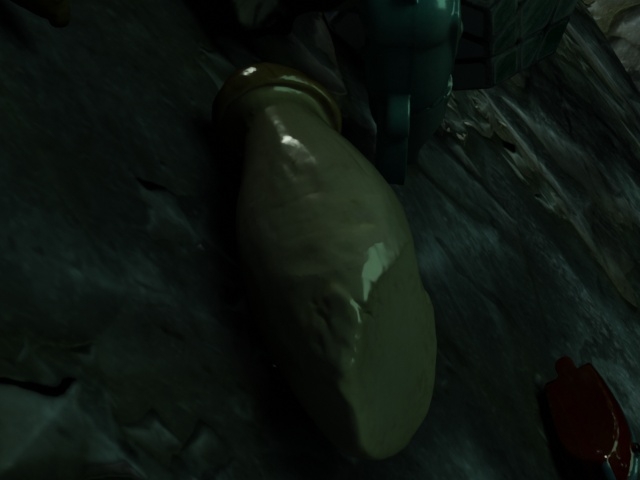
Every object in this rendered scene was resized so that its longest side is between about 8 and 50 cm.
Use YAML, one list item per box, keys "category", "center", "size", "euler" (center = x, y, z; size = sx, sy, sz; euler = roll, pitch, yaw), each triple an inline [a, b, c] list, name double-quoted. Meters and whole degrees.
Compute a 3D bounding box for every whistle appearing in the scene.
- category: "whistle"
  center: [0.084, -0.161, 1.284]
  size: [0.274, 0.093, 0.186]
  euler: [86, 6, -61]

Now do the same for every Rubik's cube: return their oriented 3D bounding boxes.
- category: "Rubik's cube"
  center: [0.140, -0.313, 1.508]
  size: [0.264, 0.319, 0.319]
  euler: [5, 47, -27]

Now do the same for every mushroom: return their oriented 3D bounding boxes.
- category: "mushroom"
  center: [0.000, 0.000, 0.965]
  size: [0.128, 0.128, 0.350]
  euler: [36, 24, -39]

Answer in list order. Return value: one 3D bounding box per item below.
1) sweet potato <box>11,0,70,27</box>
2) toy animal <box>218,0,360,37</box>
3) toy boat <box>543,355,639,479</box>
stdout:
- category: "sweet potato"
  center: [-0.277, -0.283, 0.880]
  size: [0.346, 0.079, 0.108]
  euler: [56, -7, 8]
- category: "toy animal"
  center: [-0.018, -0.309, 1.254]
  size: [0.212, 0.212, 0.267]
  euler: [53, 23, -4]
- category: "toy boat"
  center: [0.258, 0.183, 1.288]
  size: [0.058, 0.069, 0.173]
  euler: [56, 11, -33]
